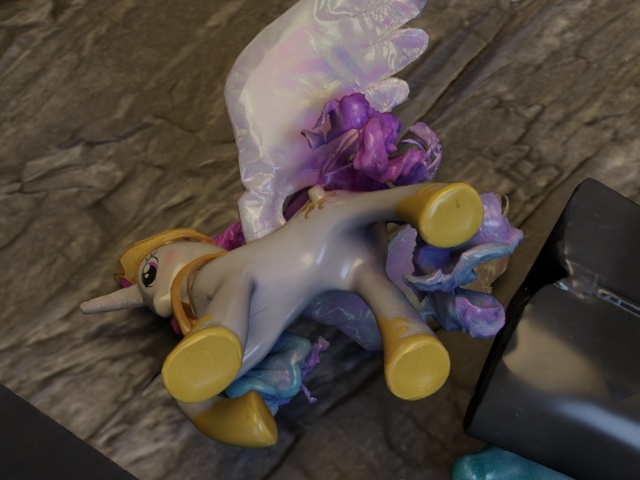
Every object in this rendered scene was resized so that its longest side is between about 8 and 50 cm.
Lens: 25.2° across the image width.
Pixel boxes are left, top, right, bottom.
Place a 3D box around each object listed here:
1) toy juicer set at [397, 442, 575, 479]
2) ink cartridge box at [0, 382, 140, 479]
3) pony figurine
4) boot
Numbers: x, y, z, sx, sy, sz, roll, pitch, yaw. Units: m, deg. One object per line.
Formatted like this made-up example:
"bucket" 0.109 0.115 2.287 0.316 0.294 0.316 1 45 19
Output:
"toy juicer set" 0.210 0.192 1.047 0.329 0.089 0.209 -30 72 -31
"ink cartridge box" -0.284 0.177 1.056 0.332 0.065 0.165 29 56 21
"pony figurine" 0.000 0.000 1.048 0.351 0.303 0.363 -31 19 -9
"boot" 0.297 0.194 0.926 0.445 0.146 0.367 31 47 0
